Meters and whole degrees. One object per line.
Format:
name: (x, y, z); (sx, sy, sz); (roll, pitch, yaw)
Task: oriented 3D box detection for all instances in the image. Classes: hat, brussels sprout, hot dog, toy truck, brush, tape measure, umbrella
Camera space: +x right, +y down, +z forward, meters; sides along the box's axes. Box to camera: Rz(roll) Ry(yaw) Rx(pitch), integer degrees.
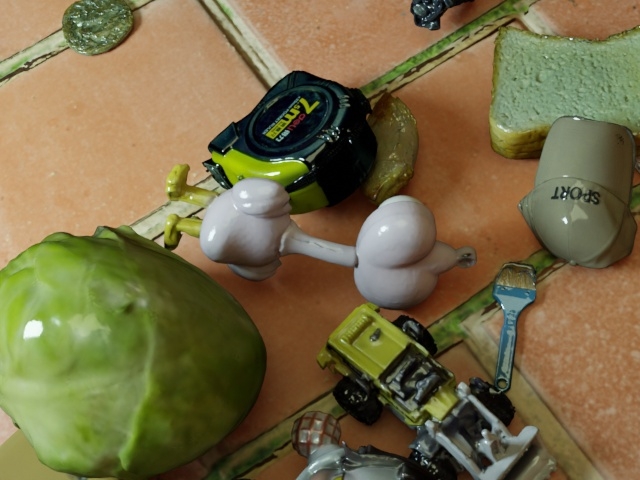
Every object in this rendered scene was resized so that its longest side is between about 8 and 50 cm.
hat: (0.304, -0.059, 1.286); (0.147, 0.175, 0.085); (8, 32, 15)
brussels sprout: (-0.218, 0.123, 1.185); (0.328, 0.328, 0.247); (24, 93, 16)
hot dog: (0.090, -0.108, 1.376); (0.078, 0.061, 0.168); (-19, 51, 43)
toy truck: (0.126, 0.185, 1.208); (0.286, 0.111, 0.136); (38, 73, 18)
brush: (0.225, 0.102, 1.290); (0.051, 0.014, 0.164); (7, 67, 11)
tape measure: (-0.024, -0.110, 1.346); (0.199, 0.112, 0.186); (-47, 42, -13)
umbrella: (0.198, -0.372, 1.484); (0.071, 0.080, 0.224); (34, 58, -3)

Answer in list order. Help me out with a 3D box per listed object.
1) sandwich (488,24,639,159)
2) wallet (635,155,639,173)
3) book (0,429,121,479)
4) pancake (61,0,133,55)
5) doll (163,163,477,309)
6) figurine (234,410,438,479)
sandwich: (0.321, -0.190, 1.374); (0.215, 0.065, 0.186); (3, 61, 15)
wallet: (0.442, -0.130, 1.370); (0.122, 0.025, 0.061); (-28, 71, -7)
book: (-0.376, 0.372, 1.168); (0.389, 0.032, 0.269); (-44, 44, -14)
pancake: (-0.314, -0.306, 1.538); (0.108, 0.017, 0.108); (-1, 67, 3)
doll: (0.000, 0.001, 1.260); (0.365, 0.160, 0.094); (7, 45, -4)
figurine: (-0.016, 0.320, 1.137); (0.370, 0.167, 0.281); (-10, 56, 10)
